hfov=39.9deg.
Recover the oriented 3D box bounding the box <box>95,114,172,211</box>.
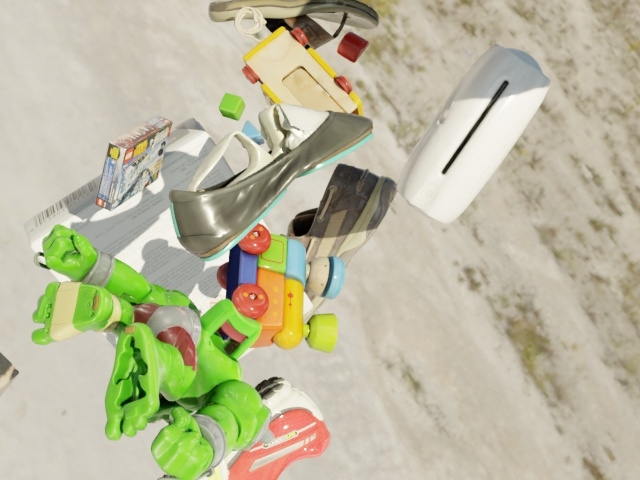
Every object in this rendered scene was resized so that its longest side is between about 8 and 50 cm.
[{"bbox_3d":[-0.248,-0.106,1.179,0.027,0.094,0.137,25,27,7],"label":"box"}]

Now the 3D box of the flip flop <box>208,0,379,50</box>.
[{"bbox_3d":[-0.039,-0.331,1.352,0.277,0.112,0.080,-8,100,-30],"label":"flip flop"}]

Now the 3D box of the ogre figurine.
[{"bbox_3d":[-0.097,0.073,0.551,0.197,0.097,0.118,24,-2,39],"label":"ogre figurine"}]

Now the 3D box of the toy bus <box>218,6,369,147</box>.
[{"bbox_3d":[-0.031,-0.208,1.228,0.104,0.190,0.202,70,26,-71],"label":"toy bus"}]

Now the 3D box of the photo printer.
[{"bbox_3d":[0.219,-0.150,1.245,0.107,0.256,0.307,36,13,6],"label":"photo printer"}]

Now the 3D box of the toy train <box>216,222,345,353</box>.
[{"bbox_3d":[-0.044,0.103,1.005,0.143,0.105,0.248,13,51,-16],"label":"toy train"}]

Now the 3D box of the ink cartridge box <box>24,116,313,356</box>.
[{"bbox_3d":[-0.227,0.042,1.405,0.385,0.308,0.091,60,-7,-34],"label":"ink cartridge box"}]

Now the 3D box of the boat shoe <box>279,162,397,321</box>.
[{"bbox_3d":[0.000,0.000,1.538,0.130,0.355,0.132,33,33,-1],"label":"boat shoe"}]

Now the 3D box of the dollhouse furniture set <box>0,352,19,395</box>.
[{"bbox_3d":[-0.466,0.181,0.755,0.174,0.303,0.355,46,39,-1],"label":"dollhouse furniture set"}]

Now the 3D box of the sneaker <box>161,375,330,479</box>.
[{"bbox_3d":[-0.102,0.274,0.935,0.118,0.279,0.107,45,7,-5],"label":"sneaker"}]

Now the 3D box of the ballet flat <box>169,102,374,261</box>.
[{"bbox_3d":[-0.050,-0.089,0.948,0.280,0.095,0.096,-41,109,-33],"label":"ballet flat"}]
